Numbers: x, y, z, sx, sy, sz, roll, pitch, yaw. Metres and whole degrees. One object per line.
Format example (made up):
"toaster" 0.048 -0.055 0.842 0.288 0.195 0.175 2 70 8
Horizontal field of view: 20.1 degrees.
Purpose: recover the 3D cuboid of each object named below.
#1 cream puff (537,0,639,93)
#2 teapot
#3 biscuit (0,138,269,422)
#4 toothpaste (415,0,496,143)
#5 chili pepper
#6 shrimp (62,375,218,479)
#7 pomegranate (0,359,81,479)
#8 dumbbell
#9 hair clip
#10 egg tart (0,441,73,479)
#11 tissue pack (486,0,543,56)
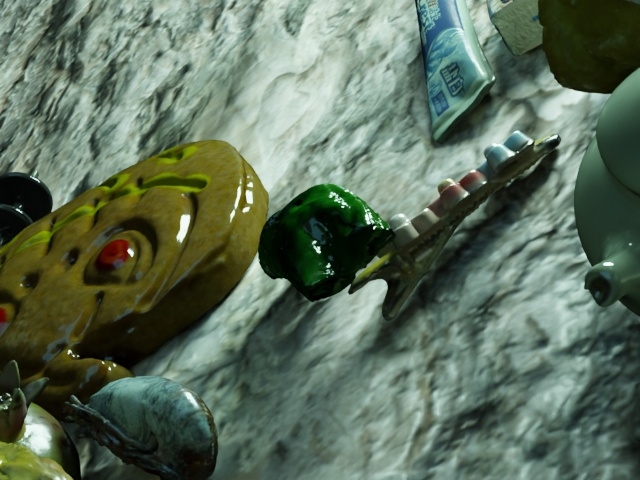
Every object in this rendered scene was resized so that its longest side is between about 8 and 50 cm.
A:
"cream puff" 0.276 -0.185 1.302 0.244 0.196 0.244 1 35 -1
"teapot" 0.305 -0.054 1.109 0.318 0.149 0.220 -18 43 20
"biscuit" -0.226 0.046 1.675 0.394 0.070 0.350 -33 27 7
"toothpaste" 0.119 -0.181 1.661 0.069 0.047 0.268 -18 33 8
"chili pepper" -0.002 -0.001 1.428 0.098 0.061 0.224 -49 10 -7
"shrimp" -0.148 0.143 1.429 0.090 0.079 0.233 -10 8 -34
"pomegranate" -0.255 0.168 1.423 0.129 0.159 0.129 -5 14 1
"dumbbell" -0.325 -0.028 1.914 0.069 0.069 0.147 -22 31 28
"hair clip" 0.101 -0.025 1.418 0.214 0.056 0.062 -45 -5 -16
"egg tart" -0.272 0.267 1.249 0.294 0.123 0.294 -25 48 30
"tissue pack" 0.188 -0.218 1.616 0.074 0.058 0.094 -31 27 16
